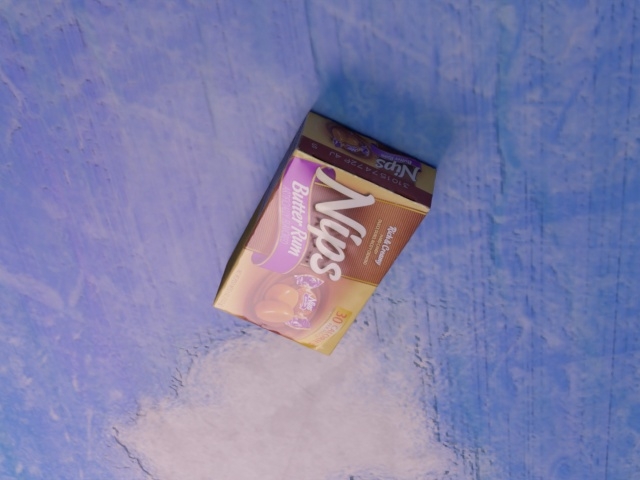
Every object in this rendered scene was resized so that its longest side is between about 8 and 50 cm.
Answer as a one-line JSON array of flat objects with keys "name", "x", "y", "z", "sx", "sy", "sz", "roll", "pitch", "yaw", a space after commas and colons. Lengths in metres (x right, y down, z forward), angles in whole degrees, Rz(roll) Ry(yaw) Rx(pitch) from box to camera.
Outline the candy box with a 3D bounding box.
[{"name": "candy box", "x": 0.000, "y": 0.000, "z": 0.858, "sx": 0.109, "sy": 0.053, "sz": 0.187, "roll": 24, "pitch": 133, "yaw": -8}]
